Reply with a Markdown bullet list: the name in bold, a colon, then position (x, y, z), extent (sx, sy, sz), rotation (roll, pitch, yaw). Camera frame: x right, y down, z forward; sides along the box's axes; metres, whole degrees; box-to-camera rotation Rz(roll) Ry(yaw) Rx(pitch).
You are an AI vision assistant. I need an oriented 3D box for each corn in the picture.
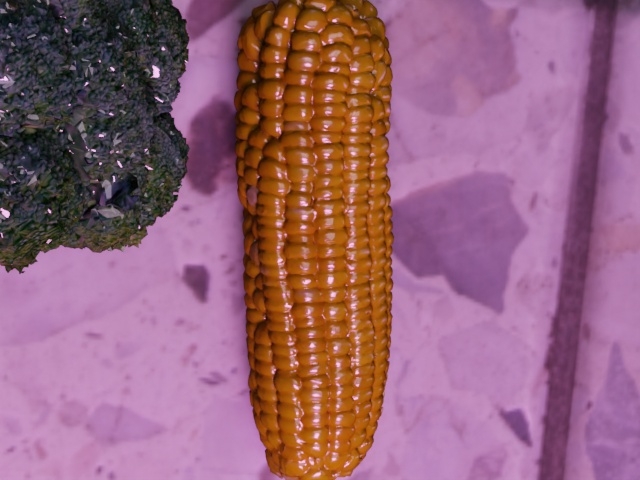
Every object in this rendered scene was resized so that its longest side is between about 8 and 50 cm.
- **corn**: position (-0.001, 0.000, 0.994), extent (0.102, 0.102, 0.313), rotation (-4, 95, -16)

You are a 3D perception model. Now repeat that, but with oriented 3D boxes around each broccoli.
- **broccoli**: position (-0.197, -0.074, 0.878), extent (0.270, 0.270, 0.270), rotation (39, 116, -15)
